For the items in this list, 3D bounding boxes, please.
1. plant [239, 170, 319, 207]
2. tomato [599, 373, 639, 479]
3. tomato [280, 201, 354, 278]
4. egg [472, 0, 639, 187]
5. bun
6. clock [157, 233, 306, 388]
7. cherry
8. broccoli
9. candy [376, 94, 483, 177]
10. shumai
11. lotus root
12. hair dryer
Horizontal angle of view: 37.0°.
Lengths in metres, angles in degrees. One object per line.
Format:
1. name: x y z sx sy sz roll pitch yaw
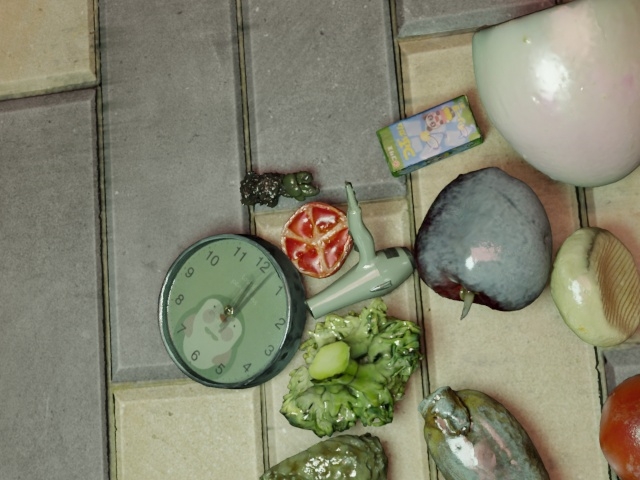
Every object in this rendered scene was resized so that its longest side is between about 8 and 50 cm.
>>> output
1. plant: -0.086 -0.109 1.960 0.174 0.087 0.085 -5 111 17
2. tomato: 0.599 0.334 1.696 0.199 0.112 0.227 -12 65 5
3. tomato: 0.000 0.000 1.924 0.156 0.069 0.155 -2 84 19
4. egg: 0.472 -0.261 1.724 0.355 0.354 0.339 -15 97 11
5. bun: 0.493 0.088 1.756 0.128 0.222 0.222 -21 75 44
6. clock: -0.182 0.140 1.918 0.319 0.066 0.318 -3 83 24
7. cherry: 0.303 0.012 1.773 0.255 0.218 0.296 9 78 38
8. broccoli: 0.040 0.234 1.793 0.248 0.245 0.288 24 79 29
9. candy: 0.218 -0.207 1.908 0.195 0.062 0.097 -21 79 9
10. shumai: 0.025 0.491 1.789 0.256 0.189 0.218 -28 75 13
11. lotus root: 0.316 0.416 1.751 0.175 0.175 0.349 -35 80 6
12. hair dryer: 0.037 0.039 1.829 0.229 0.267 0.092 -42 34 1
